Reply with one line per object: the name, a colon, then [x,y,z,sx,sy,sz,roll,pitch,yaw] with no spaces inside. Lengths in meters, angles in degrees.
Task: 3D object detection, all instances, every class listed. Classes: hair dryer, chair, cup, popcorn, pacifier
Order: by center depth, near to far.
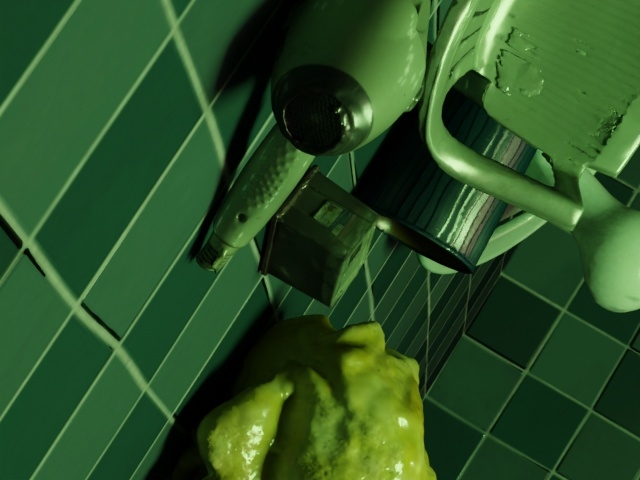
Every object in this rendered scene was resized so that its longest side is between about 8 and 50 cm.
hair dryer: [0.012,-0.101,1.084,0.219,0.088,0.225,-57,-177,-31]
chair: [0.150,-0.137,1.205,0.203,0.190,0.275,-63,-169,12]
popcorn: [-0.002,0.168,1.422,0.253,0.190,0.191,-49,160,-29]
cup: [0.100,-0.064,1.526,0.113,0.150,0.138,35,82,-38]
pacifier: [0.220,-0.040,1.710,0.288,0.269,0.343,-26,151,-24]

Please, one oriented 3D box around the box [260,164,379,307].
box: [0.000,0.000,1.295,0.060,0.063,0.085,-53,170,-31]
